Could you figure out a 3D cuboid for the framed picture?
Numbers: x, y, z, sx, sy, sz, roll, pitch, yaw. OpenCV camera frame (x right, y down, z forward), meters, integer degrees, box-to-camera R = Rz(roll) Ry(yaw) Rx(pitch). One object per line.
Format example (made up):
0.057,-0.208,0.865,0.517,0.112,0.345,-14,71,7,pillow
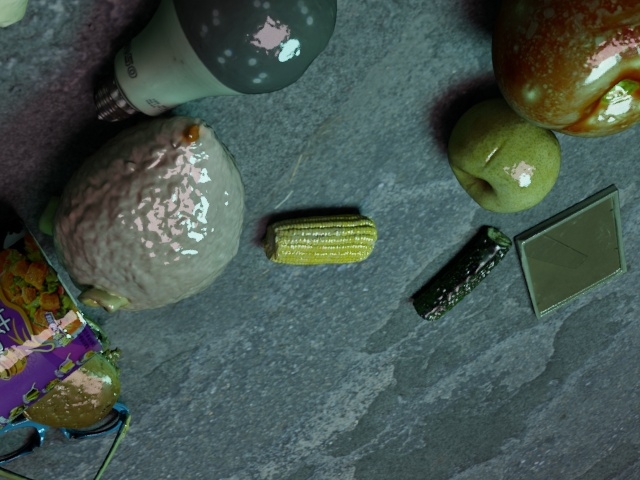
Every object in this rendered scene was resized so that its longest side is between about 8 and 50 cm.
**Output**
0.430,0.028,2.133,0.189,0.023,0.260,-28,143,-2,framed picture

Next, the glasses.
-0.386,0.350,1.882,0.239,0.207,0.102,-12,176,-19,glasses

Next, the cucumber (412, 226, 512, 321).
0.228,0.056,2.010,0.058,0.058,0.187,20,123,-45,cucumber

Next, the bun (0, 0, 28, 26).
-0.411,-0.252,1.111,0.361,0.213,0.361,-19,144,-14,bun

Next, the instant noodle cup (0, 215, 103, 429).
-0.392,0.099,1.522,0.190,0.251,0.251,-32,144,-11,instant noodle cup

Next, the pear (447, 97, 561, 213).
0.254,-0.120,1.743,0.136,0.167,0.167,-42,144,-11,pear

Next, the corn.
0.000,0.000,1.793,0.165,0.063,0.085,-4,160,-27,corn

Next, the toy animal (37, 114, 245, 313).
-0.207,-0.023,1.521,0.226,0.188,0.358,-14,148,-24,toy animal

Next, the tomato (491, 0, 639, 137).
0.343,-0.264,1.580,0.270,0.223,0.270,-13,159,-5,tomato

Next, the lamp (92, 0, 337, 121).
-0.123,-0.209,1.371,0.314,0.182,0.182,-38,142,13,lamp

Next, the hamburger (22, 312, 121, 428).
-0.361,0.189,1.721,0.185,0.131,0.159,-30,140,7,hamburger
